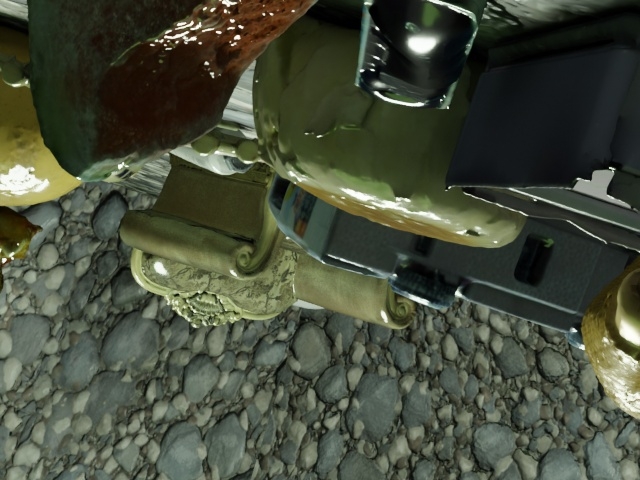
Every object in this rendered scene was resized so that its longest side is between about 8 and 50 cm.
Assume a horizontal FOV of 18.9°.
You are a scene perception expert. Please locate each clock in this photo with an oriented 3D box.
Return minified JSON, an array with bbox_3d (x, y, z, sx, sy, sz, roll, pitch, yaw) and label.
[{"bbox_3d":[0.150,-0.033,0.802,0.144,0.073,0.193,17,178,-13],"label":"clock"}]

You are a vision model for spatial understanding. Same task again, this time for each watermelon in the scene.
[{"bbox_3d":[-0.044,-0.113,0.727,0.098,0.121,0.158,-3,149,-50],"label":"watermelon"}]

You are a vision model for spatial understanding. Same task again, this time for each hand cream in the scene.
[{"bbox_3d":[-0.121,-0.094,1.714,0.067,0.042,0.194,9,-172,-37],"label":"hand cream"}]

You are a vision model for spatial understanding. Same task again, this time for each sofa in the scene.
[{"bbox_3d":[-0.040,0.015,1.877,0.258,0.182,0.200,19,176,-42],"label":"sofa"}]

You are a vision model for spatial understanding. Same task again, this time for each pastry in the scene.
[{"bbox_3d":[0.037,-0.054,0.954,0.165,0.088,0.166,18,176,1],"label":"pastry"}]

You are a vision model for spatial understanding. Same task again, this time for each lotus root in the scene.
[{"bbox_3d":[-0.269,-0.100,1.430,0.303,0.131,0.146,16,179,13],"label":"lotus root"}]

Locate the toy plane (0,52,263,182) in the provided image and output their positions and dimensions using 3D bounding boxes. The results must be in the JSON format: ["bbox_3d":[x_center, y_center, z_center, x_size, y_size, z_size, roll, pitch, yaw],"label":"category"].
[{"bbox_3d":[-0.109,-0.080,1.141,0.242,0.104,0.256,19,177,-1],"label":"toy plane"}]

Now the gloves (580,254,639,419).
[{"bbox_3d":[0.252,0.053,1.085,0.203,0.155,0.356,26,-179,0],"label":"gloves"}]

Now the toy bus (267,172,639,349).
[{"bbox_3d":[0.126,-0.001,1.364,0.329,0.109,0.136,18,-173,-31],"label":"toy bus"}]

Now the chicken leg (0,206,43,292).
[{"bbox_3d":[-0.317,-0.067,1.592,0.361,0.211,0.140,29,161,41],"label":"chicken leg"}]

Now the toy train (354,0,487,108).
[{"bbox_3d":[0.038,-0.083,0.735,0.043,0.047,0.207,16,177,1],"label":"toy train"}]

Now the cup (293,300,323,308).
[{"bbox_3d":[-0.005,0.011,2.123,0.142,0.134,0.173,13,175,25],"label":"cup"}]
